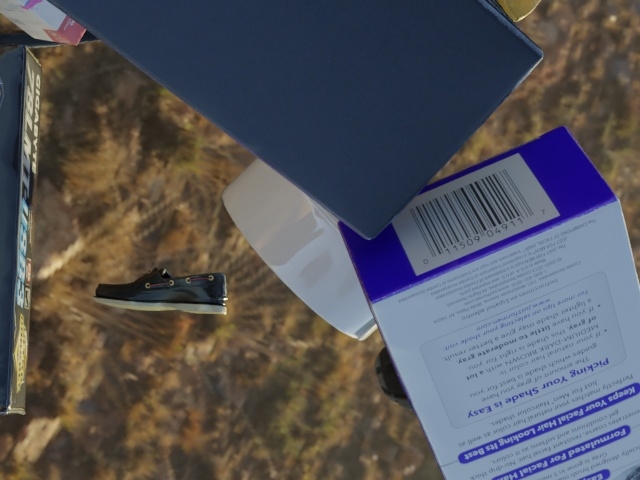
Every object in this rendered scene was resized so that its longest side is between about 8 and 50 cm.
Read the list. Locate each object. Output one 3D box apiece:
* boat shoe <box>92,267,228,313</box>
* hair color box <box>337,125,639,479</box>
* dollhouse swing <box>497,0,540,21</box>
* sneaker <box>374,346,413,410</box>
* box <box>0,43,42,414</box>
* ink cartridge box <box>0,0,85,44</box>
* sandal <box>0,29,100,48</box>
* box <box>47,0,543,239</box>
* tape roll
[{"bbox_3d":[-0.150,0.047,1.147,0.049,0.133,0.042,24,67,-73],"label":"boat shoe"},{"bbox_3d":[0.158,0.096,0.946,0.185,0.110,0.339,-22,128,2],"label":"hair color box"},{"bbox_3d":[0.161,-0.388,0.956,0.347,0.305,0.315,51,55,-30],"label":"dollhouse swing"},{"bbox_3d":[0.186,0.136,1.425,0.106,0.267,0.101,-21,93,-54],"label":"sneaker"},{"bbox_3d":[-0.377,-0.011,0.961,0.073,0.293,0.295,109,-19,-83],"label":"box"},{"bbox_3d":[-0.408,-0.343,1.615,0.198,0.115,0.067,37,76,-45],"label":"ink cartridge box"},{"bbox_3d":[-0.421,-0.366,1.955,0.446,0.167,0.107,-12,103,-30],"label":"sandal"},{"bbox_3d":[-0.035,-0.198,0.864,0.296,0.294,0.183,36,107,-19],"label":"box"},{"bbox_3d":[0.000,0.000,1.656,0.100,0.286,0.286,-43,151,9],"label":"tape roll"}]
